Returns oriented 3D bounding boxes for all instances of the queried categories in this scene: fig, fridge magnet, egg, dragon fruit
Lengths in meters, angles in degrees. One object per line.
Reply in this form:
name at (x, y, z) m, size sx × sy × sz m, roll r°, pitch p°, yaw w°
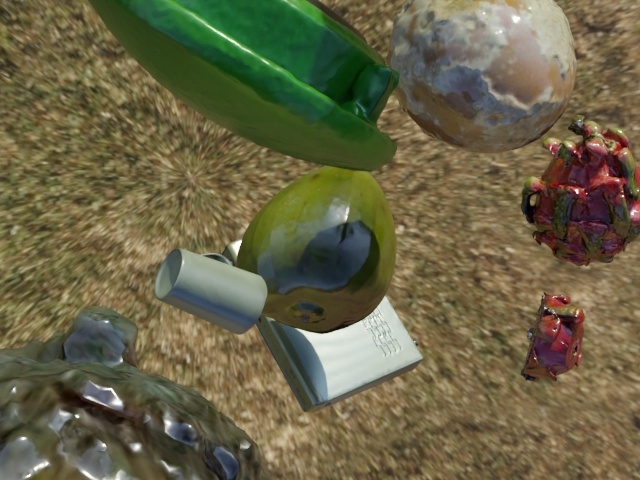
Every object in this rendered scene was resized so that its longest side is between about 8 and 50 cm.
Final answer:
fig at (0.000, 0.000, 1.538) m, size 0.203 × 0.203 × 0.225 m, roll 12°, pitch 65°, yaw -7°
fridge magnet at (-0.043, -0.108, 0.699) m, size 0.208 × 0.208 × 0.088 m, roll 30°, pitch 95°, yaw -7°
egg at (0.168, -0.185, 1.265) m, size 0.195 × 0.233 × 0.195 m, roll -13°, pitch 134°, yaw -14°
dragon fruit at (0.283, 0.122, 1.450) m, size 0.068 × 0.126 × 0.112 m, roll 15°, pitch 56°, yaw 7°
dragon fruit at (0.339, -0.066, 1.533) m, size 0.160 × 0.166 × 0.172 m, roll -3°, pitch 136°, yaw -21°

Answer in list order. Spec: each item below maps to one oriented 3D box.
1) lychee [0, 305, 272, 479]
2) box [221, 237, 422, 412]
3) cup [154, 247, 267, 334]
lychee at (-0.138, 0.156, 0.504) m, size 0.255 × 0.255 × 0.274 m, roll 17°, pitch 74°, yaw -7°
box at (0.004, 0.094, 1.724) m, size 0.211 × 0.045 × 0.270 m, roll -21°, pitch 69°, yaw -29°
cup at (-0.094, 0.034, 1.044) m, size 0.083 × 0.054 × 0.075 m, roll 24°, pitch 57°, yaw -28°
